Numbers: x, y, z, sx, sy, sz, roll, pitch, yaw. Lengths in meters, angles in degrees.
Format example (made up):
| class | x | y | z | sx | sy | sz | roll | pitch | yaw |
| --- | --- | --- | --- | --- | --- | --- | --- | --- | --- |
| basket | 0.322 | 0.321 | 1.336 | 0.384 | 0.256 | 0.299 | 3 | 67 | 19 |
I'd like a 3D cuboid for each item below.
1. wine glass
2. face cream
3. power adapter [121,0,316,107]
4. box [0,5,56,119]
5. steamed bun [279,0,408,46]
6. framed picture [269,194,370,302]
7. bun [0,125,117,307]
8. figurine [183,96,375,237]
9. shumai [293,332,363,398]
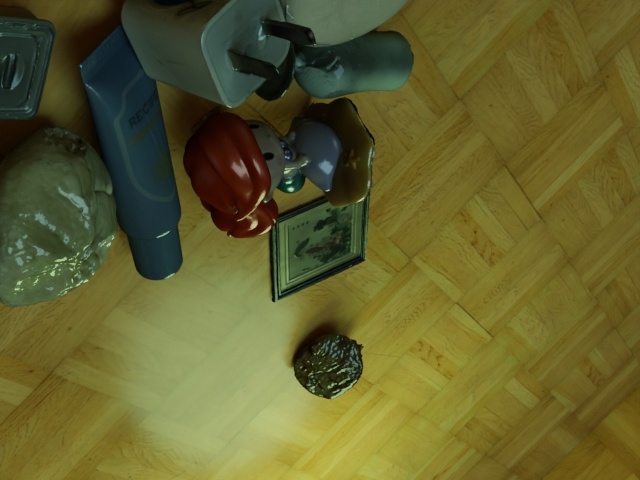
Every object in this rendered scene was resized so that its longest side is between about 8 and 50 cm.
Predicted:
| class | x | y | z | sx | sy | sz | roll | pitch | yaw |
| --- | --- | --- | --- | --- | --- | --- | --- | --- | --- |
| wine glass | 0.018 | -0.245 | 1.287 | 0.231 | 0.103 | 0.103 | -11 | 133 | -40 |
| face cream | -0.234 | -0.101 | 1.209 | 0.385 | 0.086 | 0.135 | 88 | 23 | -45 |
| power adapter | -0.103 | -0.233 | 1.074 | 0.130 | 0.205 | 0.125 | -51 | 145 | -25 |
| box | -0.349 | -0.198 | 1.028 | 0.089 | 0.062 | 0.122 | -5 | 128 | -40 |
| steamed bun | 0.016 | -0.341 | 1.164 | 0.228 | 0.131 | 0.177 | -21 | 144 | -30 |
| framed picture | 0.000 | 0.000 | 1.590 | 0.195 | 0.010 | 0.199 | -24 | 139 | -23 |
| bun | -0.315 | -0.019 | 1.111 | 0.220 | 0.134 | 0.220 | 22 | 90 | -89 |
| figurine | -0.074 | -0.096 | 1.286 | 0.257 | 0.208 | 0.181 | -11 | 97 | -37 |
| shumai | 0.015 | 0.231 | 1.787 | 0.123 | 0.105 | 0.139 | 31 | 96 | -8 |
